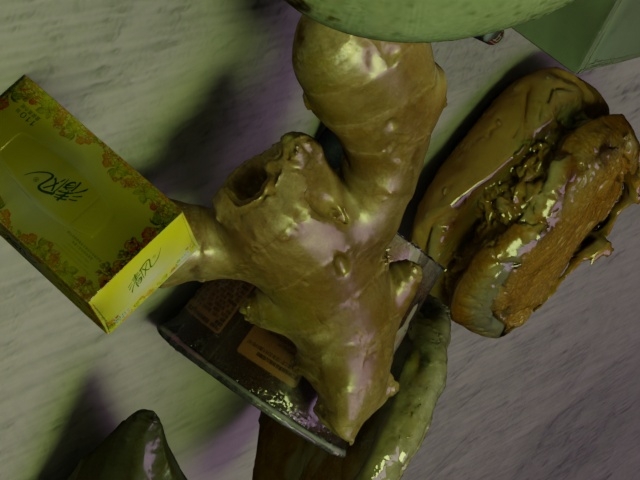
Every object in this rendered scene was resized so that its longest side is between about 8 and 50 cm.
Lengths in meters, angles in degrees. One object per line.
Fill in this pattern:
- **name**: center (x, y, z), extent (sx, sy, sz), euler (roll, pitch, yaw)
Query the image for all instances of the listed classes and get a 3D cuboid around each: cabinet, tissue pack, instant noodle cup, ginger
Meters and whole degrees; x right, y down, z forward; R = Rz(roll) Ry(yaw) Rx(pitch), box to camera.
- **cabinet**: center (0.275, -0.269, 1.892), extent (0.206, 0.145, 0.150), euler (-18, 141, -51)
- **tissue pack**: center (-0.183, -0.027, 1.411), extent (0.095, 0.176, 0.062), euler (-43, 154, -13)
- **instant noodle cup**: center (-0.010, 0.061, 1.829), extent (0.207, 0.217, 0.217), euler (-56, 157, -1)
- **ginger**: center (0.006, -0.018, 1.613), extent (0.363, 0.122, 0.348), euler (-44, 128, 12)

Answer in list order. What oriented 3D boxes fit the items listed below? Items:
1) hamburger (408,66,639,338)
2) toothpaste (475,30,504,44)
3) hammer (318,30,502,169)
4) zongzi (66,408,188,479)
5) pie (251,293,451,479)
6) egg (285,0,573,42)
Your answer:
- **hamburger**: center (0.222, -0.034, 2.134), extent (0.319, 0.158, 0.318), euler (-40, 155, -23)
- **toothpaste**: center (0.151, -0.212, 1.916), extent (0.037, 0.021, 0.140), euler (-56, 153, 10)
- **hammer**: center (0.057, -0.156, 1.744), extent (0.037, 0.137, 0.290), euler (-30, 163, -38)
- **zongzi**: center (-0.252, 0.341, 1.853), extent (0.356, 0.174, 0.393), euler (-39, 154, -13)
- **pie**: center (0.026, 0.179, 1.971), extent (0.077, 0.339, 0.339), euler (27, 107, -22)
- **egg**: center (0.106, -0.292, 1.392), extent (0.379, 0.287, 0.287), euler (-28, 152, -12)
